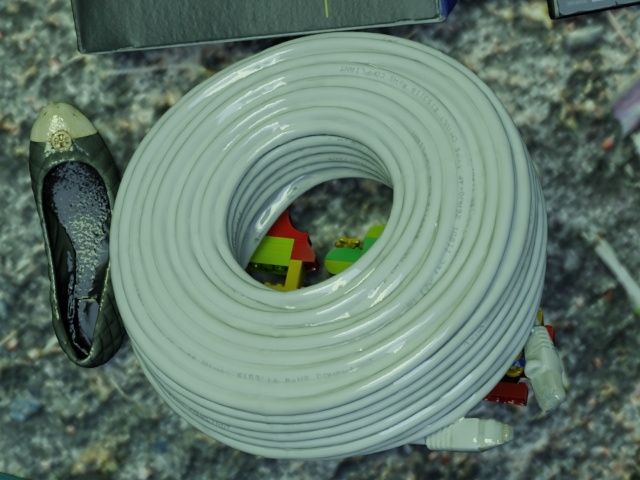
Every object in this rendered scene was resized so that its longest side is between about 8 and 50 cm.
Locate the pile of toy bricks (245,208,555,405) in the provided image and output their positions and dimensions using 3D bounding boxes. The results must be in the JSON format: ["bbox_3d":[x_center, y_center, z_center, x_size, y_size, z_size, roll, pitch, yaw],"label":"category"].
[{"bbox_3d":[0.048,0.031,0.861,0.212,0.118,0.105,7,67,14],"label":"pile of toy bricks"}]

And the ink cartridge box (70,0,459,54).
[{"bbox_3d":[-0.009,-0.270,0.773,0.307,0.072,0.304,-6,112,2],"label":"ink cartridge box"}]

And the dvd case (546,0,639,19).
[{"bbox_3d":[0.216,-0.275,0.861,0.179,0.029,0.239,-10,95,0],"label":"dvd case"}]

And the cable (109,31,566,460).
[{"bbox_3d":[0.000,0.000,0.770,0.257,0.089,0.257,-10,59,14],"label":"cable"}]

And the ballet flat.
[{"bbox_3d":[-0.153,-0.003,0.866,0.057,0.049,0.173,-9,96,-2],"label":"ballet flat"}]

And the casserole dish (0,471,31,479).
[{"bbox_3d":[-0.228,0.212,0.892,0.188,0.037,0.114,16,94,-2],"label":"casserole dish"}]
